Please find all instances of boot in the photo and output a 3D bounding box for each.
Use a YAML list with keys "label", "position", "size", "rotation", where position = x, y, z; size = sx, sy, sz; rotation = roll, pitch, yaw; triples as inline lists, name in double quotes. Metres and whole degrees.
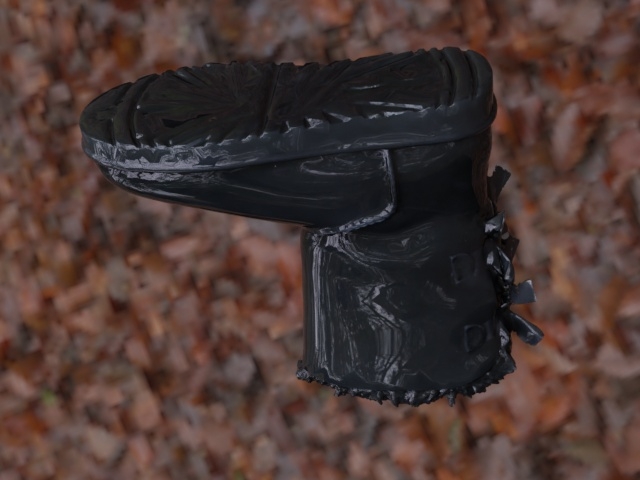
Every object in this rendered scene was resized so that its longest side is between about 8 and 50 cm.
- label: "boot"
  position: [0.000, 0.000, 0.503]
  size: [0.045, 0.121, 0.099]
  rotation: [-90, -6, -55]
